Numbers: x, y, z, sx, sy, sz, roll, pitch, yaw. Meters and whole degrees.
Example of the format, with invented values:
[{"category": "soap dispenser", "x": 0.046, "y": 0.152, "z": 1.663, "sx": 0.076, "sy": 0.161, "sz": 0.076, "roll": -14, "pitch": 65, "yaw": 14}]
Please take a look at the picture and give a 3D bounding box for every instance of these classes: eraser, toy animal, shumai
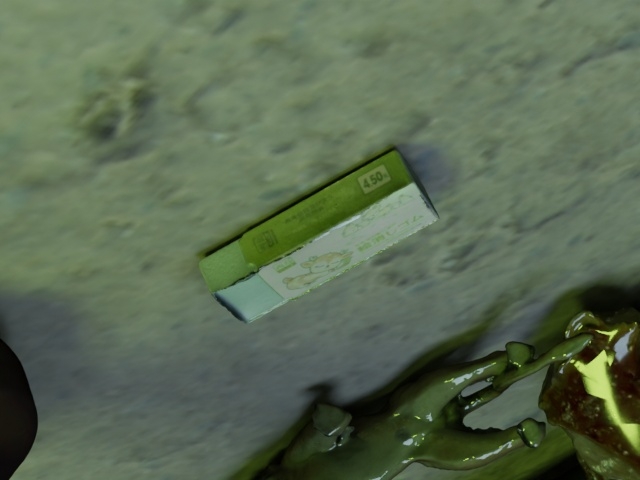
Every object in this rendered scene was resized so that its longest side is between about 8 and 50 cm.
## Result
[{"category": "eraser", "x": 0.000, "y": 0.000, "z": 0.574, "sx": 0.083, "sy": 0.019, "sz": 0.038, "roll": -28, "pitch": 154, "yaw": 7}, {"category": "toy animal", "x": 0.031, "y": 0.096, "z": 0.721, "sx": 0.220, "sy": 0.069, "sz": 0.086, "roll": -32, "pitch": 173, "yaw": 24}, {"category": "shumai", "x": 0.159, "y": 0.091, "z": 0.762, "sx": 0.105, "sy": 0.123, "sz": 0.139, "roll": -9, "pitch": 163, "yaw": -7}]

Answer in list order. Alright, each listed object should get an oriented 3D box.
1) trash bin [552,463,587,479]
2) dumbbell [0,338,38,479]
[{"category": "trash bin", "x": 0.174, "y": 0.220, "z": 0.900, "sx": 0.334, "sy": 0.214, "sz": 0.214, "roll": -40, "pitch": 150, "yaw": 11}, {"category": "dumbbell", "x": -0.132, "y": 0.145, "z": 0.498, "sx": 0.140, "sy": 0.225, "sz": 0.124, "roll": 5, "pitch": 142, "yaw": -47}]
